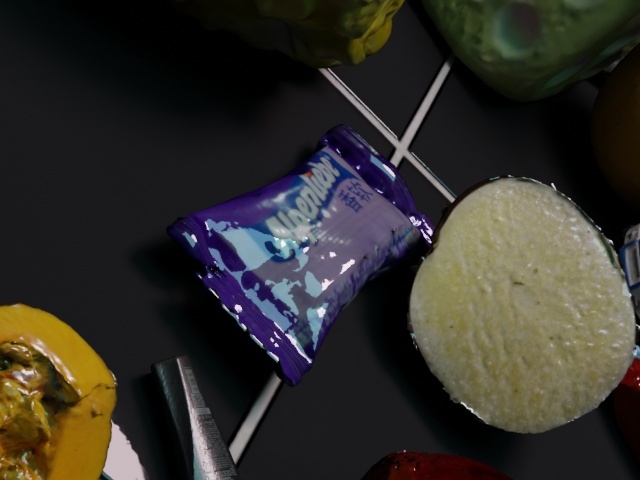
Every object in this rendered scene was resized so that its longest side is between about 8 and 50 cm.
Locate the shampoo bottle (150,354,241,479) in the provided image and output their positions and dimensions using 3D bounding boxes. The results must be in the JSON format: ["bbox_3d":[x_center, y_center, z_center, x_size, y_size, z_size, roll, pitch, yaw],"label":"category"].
[{"bbox_3d":[-0.076,0.141,0.723,0.048,0.027,0.137,3,59,-54],"label":"shampoo bottle"}]

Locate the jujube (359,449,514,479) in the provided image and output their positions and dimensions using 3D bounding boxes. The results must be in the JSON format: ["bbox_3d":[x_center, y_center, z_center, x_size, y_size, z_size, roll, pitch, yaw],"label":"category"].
[{"bbox_3d":[0.096,0.245,0.700,0.243,0.183,0.183,47,39,-6],"label":"jujube"}]

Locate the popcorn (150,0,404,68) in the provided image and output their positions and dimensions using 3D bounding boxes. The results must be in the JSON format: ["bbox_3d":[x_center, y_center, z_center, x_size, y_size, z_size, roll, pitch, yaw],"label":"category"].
[{"bbox_3d":[-0.037,-0.308,0.892,0.293,0.292,0.334,24,4,19],"label":"popcorn"}]

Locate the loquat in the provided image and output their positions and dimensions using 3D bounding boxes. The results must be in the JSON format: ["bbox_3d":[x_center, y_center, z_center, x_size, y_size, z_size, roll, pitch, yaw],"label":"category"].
[{"bbox_3d":[0.434,-0.115,1.254,0.263,0.263,0.263,26,46,-30],"label":"loquat"}]

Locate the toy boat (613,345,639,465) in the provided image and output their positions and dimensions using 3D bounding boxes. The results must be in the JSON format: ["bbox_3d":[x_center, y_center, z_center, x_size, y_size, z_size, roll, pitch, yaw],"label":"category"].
[{"bbox_3d":[0.330,0.182,1.063,0.058,0.069,0.173,-19,75,-35],"label":"toy boat"}]

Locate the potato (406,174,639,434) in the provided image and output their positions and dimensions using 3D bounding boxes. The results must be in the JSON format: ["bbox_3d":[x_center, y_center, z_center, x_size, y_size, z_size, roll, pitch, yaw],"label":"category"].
[{"bbox_3d":[0.159,0.055,0.948,0.202,0.182,0.117,55,-3,2],"label":"potato"}]

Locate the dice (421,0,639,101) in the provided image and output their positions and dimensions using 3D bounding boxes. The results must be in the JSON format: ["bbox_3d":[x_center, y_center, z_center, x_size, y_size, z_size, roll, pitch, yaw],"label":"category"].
[{"bbox_3d":[0.265,-0.320,1.235,0.249,0.254,0.252,-21,77,-53],"label":"dice"}]

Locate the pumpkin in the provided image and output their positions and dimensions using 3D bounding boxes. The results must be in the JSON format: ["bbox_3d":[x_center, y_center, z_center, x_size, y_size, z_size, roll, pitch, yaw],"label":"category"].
[{"bbox_3d":[-0.160,0.135,0.582,0.119,0.107,0.183,18,42,-45],"label":"pumpkin"}]

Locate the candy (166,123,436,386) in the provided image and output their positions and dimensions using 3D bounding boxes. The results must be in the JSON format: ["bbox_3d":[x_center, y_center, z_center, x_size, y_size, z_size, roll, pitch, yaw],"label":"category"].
[{"bbox_3d":[0.000,0.000,0.874,0.145,0.070,0.275,49,39,3],"label":"candy"}]

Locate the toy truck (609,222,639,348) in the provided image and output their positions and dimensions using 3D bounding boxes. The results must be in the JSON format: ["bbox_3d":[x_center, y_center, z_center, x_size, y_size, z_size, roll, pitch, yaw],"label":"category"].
[{"bbox_3d":[0.409,0.057,1.154,0.213,0.177,0.161,29,45,-28],"label":"toy truck"}]

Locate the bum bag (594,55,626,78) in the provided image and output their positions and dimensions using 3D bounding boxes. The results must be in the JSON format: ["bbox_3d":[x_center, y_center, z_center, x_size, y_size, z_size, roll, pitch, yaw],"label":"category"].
[{"bbox_3d":[0.329,-0.299,1.438,0.106,0.060,0.232,-13,69,-39],"label":"bum bag"}]
